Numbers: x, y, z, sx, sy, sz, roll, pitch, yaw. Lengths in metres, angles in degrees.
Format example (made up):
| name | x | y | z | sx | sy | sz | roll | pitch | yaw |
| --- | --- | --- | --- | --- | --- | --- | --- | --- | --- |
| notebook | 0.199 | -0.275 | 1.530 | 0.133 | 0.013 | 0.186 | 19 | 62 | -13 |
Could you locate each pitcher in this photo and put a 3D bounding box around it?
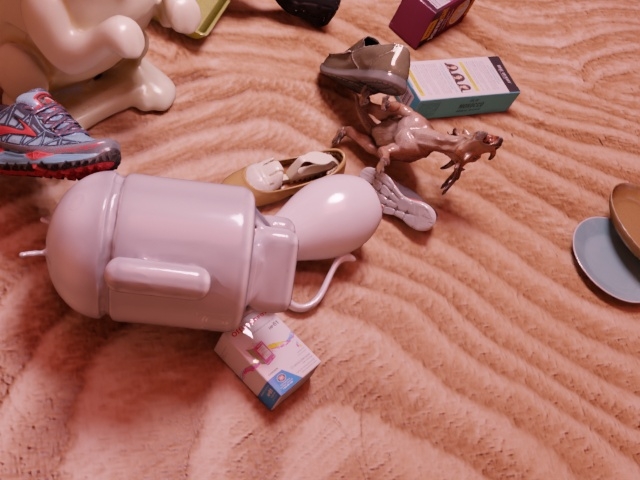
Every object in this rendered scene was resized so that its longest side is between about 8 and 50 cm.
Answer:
| name | x | y | z | sx | sy | sz | roll | pitch | yaw |
| --- | --- | --- | --- | --- | --- | --- | --- | --- | --- |
| pitcher | 0.000 | 0.000 | 1.394 | 0.207 | 0.125 | 0.178 | -25 | 89 | -24 |

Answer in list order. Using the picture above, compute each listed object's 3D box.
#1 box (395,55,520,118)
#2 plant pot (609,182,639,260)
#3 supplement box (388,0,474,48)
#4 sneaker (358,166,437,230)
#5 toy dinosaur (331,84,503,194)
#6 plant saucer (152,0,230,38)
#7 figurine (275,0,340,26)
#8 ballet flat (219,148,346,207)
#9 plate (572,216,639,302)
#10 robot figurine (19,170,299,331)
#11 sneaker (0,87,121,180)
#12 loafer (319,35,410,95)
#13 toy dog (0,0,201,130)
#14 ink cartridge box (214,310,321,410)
| name | x | y | z | sx | sy | sz | roll | pitch | yaw |
| --- | --- | --- | --- | --- | --- | --- | --- | --- | --- |
| box | 0.262 | -0.298 | 1.750 | 0.244 | 0.060 | 0.100 | -9 | 60 | -28 |
| plant pot | 0.627 | -0.010 | 1.686 | 0.236 | 0.032 | 0.236 | 22 | 41 | -20 |
| supplement box | 0.239 | -0.484 | 1.849 | 0.081 | 0.104 | 0.188 | 44 | 51 | 11 |
| sneaker | 0.133 | -0.069 | 1.543 | 0.158 | 0.061 | 0.065 | 38 | 20 | 13 |
| toy dinosaur | 0.153 | -0.171 | 1.560 | 0.200 | 0.127 | 0.295 | 15 | 11 | -34 |
| plant saucer | -0.264 | -0.451 | 1.648 | 0.188 | 0.045 | 0.188 | 25 | 50 | -3 |
| figurine | -0.082 | -0.529 | 1.731 | 0.209 | 0.092 | 0.215 | 9 | 51 | -31 |
| ballet flat | -0.059 | -0.112 | 1.467 | 0.232 | 0.073 | 0.080 | -16 | 63 | -31 |
| plate | 0.539 | 0.038 | 1.646 | 0.188 | 0.024 | 0.188 | 12 | 51 | -16 |
| robot figurine | -0.210 | 0.015 | 1.210 | 0.353 | 0.200 | 0.300 | 7 | 10 | -6 |
| sneaker | -0.389 | -0.151 | 1.245 | 0.262 | 0.104 | 0.125 | 6 | 89 | 24 |
| loafer | 0.087 | -0.310 | 1.591 | 0.094 | 0.251 | 0.087 | 24 | 90 | -33 |
| toy dog | -0.351 | -0.396 | 1.333 | 0.284 | 0.408 | 0.395 | -26 | 69 | -36 |
| ink cartridge box | -0.076 | 0.162 | 1.272 | 0.122 | 0.052 | 0.088 | 44 | 51 | 13 |
